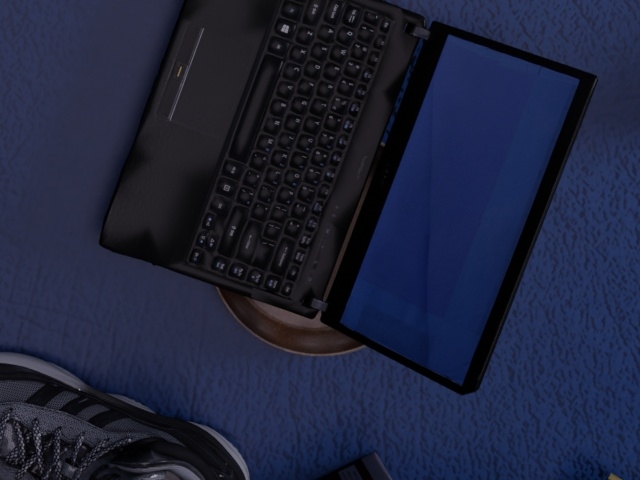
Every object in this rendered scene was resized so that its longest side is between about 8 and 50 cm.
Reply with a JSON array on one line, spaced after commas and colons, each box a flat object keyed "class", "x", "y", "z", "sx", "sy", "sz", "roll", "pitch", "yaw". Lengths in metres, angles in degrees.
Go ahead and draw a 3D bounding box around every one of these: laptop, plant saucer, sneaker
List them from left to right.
[{"class": "sneaker", "x": -0.171, "y": 0.155, "z": 1.349, "sx": 0.268, "sy": 0.153, "sz": 0.101, "roll": 18, "pitch": 96, "yaw": -10}, {"class": "plant saucer", "x": 0.000, "y": 0.000, "z": 1.413, "sx": 0.168, "sy": 0.029, "sz": 0.168, "roll": -1, "pitch": 98, "yaw": -8}, {"class": "laptop", "x": 0.012, "y": -0.053, "z": 1.322, "sx": 0.264, "sy": 0.136, "sz": 0.234, "roll": 20, "pitch": 95, "yaw": -11}]

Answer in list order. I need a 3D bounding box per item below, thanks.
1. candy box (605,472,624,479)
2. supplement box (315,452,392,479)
[{"class": "candy box", "x": 0.215, "y": 0.282, "z": 1.452, "sx": 0.109, "sy": 0.053, "sz": 0.187, "roll": 31, "pitch": 100, "yaw": 10}, {"class": "supplement box", "x": -0.044, "y": 0.249, "z": 1.394, "sx": 0.239, "sy": 0.130, "sz": 0.073, "roll": -25, "pitch": 102, "yaw": -3}]
